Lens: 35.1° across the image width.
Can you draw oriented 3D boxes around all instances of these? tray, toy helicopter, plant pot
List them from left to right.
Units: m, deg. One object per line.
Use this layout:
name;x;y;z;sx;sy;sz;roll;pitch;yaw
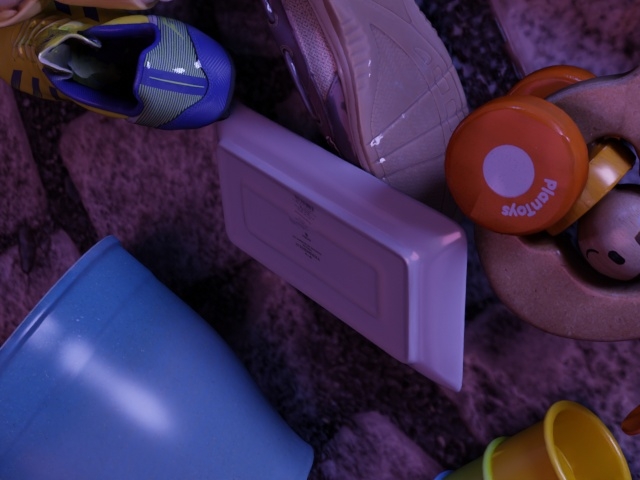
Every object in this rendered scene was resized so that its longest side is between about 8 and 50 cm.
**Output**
plant pot;-0.155;0.178;0.855;0.255;0.271;0.271;36;123;-3
tray;0.000;0.000;0.751;0.270;0.030;0.145;33;138;40
toy helicopter;0.264;-0.016;0.604;0.355;0.140;0.235;-14;101;30

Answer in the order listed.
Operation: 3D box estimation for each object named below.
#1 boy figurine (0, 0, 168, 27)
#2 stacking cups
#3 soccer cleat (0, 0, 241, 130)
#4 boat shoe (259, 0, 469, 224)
boy figurine;-0.181;-0.237;0.724;0.285;0.092;0.177;-13;123;37
stacking cups;0.092;0.232;0.817;0.316;0.096;0.096;-36;87;35
soccer cleat;-0.192;-0.151;0.806;0.289;0.121;0.093;18;101;38
boat shoe;0.025;-0.128;0.730;0.092;0.103;0.285;2;122;55
